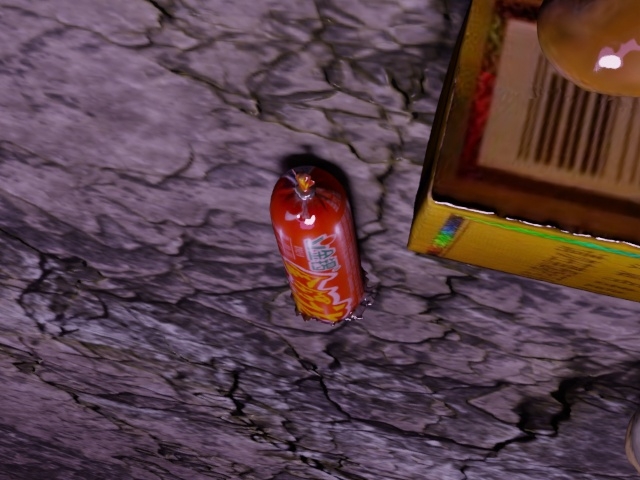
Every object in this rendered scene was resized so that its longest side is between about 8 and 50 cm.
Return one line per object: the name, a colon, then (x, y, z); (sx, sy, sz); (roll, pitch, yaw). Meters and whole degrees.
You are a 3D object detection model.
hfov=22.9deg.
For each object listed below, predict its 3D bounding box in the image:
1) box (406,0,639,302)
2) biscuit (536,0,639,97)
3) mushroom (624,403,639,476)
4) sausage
box: (0.187, -0.009, 0.561); (0.301, 0.084, 0.193); (13, 176, 2)
biscuit: (0.168, -0.071, 0.387); (0.208, 0.164, 0.047); (26, -173, -32)
mushroom: (0.247, 0.104, 0.872); (0.118, 0.103, 0.270); (28, 165, -24)
sausage: (0.000, 0.000, 0.815); (0.050, 0.048, 0.145); (47, 168, 21)
